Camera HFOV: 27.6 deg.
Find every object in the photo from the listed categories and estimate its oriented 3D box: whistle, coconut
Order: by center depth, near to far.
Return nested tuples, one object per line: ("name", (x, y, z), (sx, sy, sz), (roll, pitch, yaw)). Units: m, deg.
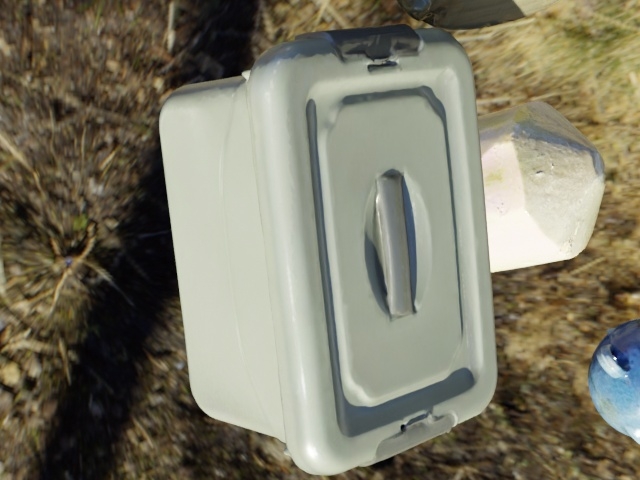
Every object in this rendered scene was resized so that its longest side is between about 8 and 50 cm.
("whistle", (0.233, 0.098, 0.878), (0.158, 0.090, 0.090), (24, 84, -42))
("coconut", (0.182, -0.048, 1.163), (0.147, 0.152, 0.147), (16, 68, -46))

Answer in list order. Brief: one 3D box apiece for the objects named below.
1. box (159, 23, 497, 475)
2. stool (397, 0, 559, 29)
("box", (0.000, 0.000, 0.545), (0.124, 0.092, 0.172), (-13, 101, -44))
("stool", (0.048, -0.250, 0.594), (0.179, 0.179, 0.264), (-26, 67, -10))
